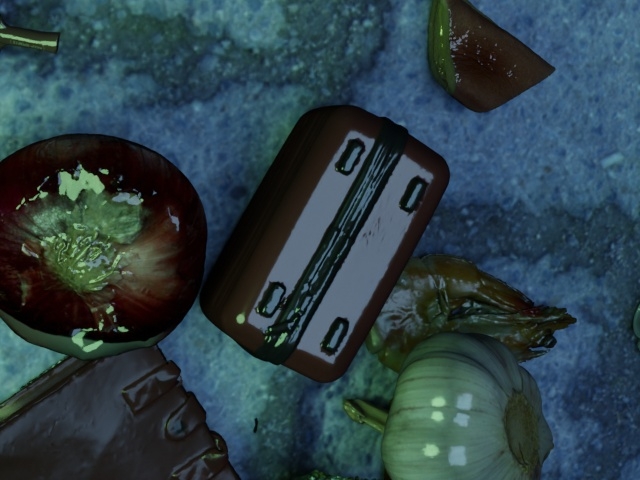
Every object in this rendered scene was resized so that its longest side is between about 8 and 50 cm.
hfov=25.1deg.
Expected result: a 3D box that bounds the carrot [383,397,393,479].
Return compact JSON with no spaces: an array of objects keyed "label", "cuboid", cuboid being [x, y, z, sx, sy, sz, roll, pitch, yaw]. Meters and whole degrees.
[{"label":"carrot","cuboid":[0.097,0.278,1.807,0.042,0.042,0.171,-1,97,-23]}]

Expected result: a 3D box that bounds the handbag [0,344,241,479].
[{"label":"handbag","cuboid":[-0.252,0.259,1.635,0.275,0.084,0.260,-33,108,-15]}]

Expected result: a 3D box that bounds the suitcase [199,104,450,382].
[{"label":"suitcase","cuboid":[0.000,0.000,1.611,0.161,0.236,0.297,29,88,-14]}]

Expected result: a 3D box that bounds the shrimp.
[{"label":"shrimp","cuboid":[0.191,0.094,1.803,0.294,0.062,0.154,2,93,-22]}]

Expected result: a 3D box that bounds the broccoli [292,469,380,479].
[{"label":"broccoli","cuboid":[0.000,0.383,1.700,0.176,0.198,0.226,-12,121,-27]}]

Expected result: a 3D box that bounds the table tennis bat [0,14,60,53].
[{"label":"table tennis bat","cuboid":[-0.353,-0.246,1.538,0.169,0.119,0.108,10,123,-2]}]

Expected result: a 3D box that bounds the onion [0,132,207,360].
[{"label":"onion","cuboid":[-0.246,-0.010,1.541,0.272,0.195,0.272,1,130,1]}]

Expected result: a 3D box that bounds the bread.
[{"label":"bread","cuboid":[0.188,-0.217,1.739,0.192,0.067,0.119,34,78,-26]}]

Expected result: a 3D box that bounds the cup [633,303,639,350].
[{"label":"cup","cuboid":[0.476,0.130,1.931,0.116,0.074,0.104,19,120,-21]}]

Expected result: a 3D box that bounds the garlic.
[{"label":"garlic","cuboid":[0.132,0.220,1.700,0.245,0.253,0.245,2,88,-54]}]
